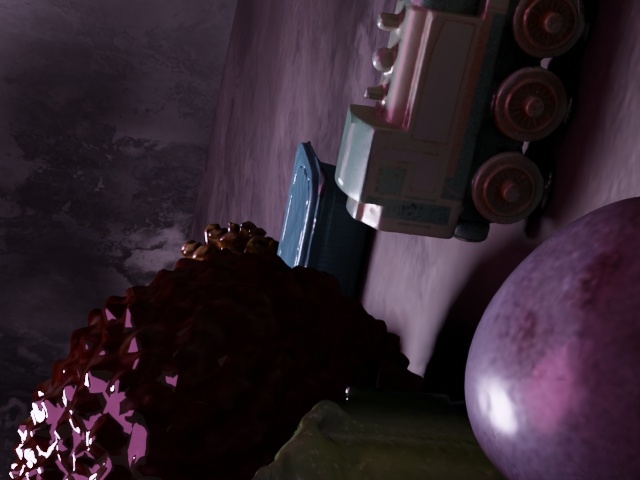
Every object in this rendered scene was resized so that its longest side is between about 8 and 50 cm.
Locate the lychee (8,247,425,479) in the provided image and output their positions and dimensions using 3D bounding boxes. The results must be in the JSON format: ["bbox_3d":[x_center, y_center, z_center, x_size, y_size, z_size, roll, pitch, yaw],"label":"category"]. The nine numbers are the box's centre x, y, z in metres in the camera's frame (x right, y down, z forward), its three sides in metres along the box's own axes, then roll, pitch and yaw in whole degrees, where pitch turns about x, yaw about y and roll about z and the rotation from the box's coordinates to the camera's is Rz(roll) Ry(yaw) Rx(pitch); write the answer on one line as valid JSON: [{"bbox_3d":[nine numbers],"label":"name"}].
[{"bbox_3d":[-0.065,0.162,0.821,0.330,0.306,0.306,-25,48,30],"label":"lychee"}]

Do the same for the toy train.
[{"bbox_3d":[0.083,-0.093,0.701,0.081,0.125,0.194,-121,39,-66],"label":"toy train"}]

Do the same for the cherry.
[{"bbox_3d":[0.132,0.060,0.443,0.148,0.115,0.188,-43,23,-1],"label":"cherry"}]

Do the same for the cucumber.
[{"bbox_3d":[0.050,0.128,0.551,0.115,0.193,0.086,-111,22,-67],"label":"cucumber"}]

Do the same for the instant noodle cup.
[{"bbox_3d":[0.000,0.000,1.187,0.157,0.070,0.179,-112,30,-69],"label":"instant noodle cup"}]

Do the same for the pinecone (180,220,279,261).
[{"bbox_3d":[-0.119,0.062,1.537,0.195,0.150,0.179,-83,9,-49],"label":"pinecone"}]
